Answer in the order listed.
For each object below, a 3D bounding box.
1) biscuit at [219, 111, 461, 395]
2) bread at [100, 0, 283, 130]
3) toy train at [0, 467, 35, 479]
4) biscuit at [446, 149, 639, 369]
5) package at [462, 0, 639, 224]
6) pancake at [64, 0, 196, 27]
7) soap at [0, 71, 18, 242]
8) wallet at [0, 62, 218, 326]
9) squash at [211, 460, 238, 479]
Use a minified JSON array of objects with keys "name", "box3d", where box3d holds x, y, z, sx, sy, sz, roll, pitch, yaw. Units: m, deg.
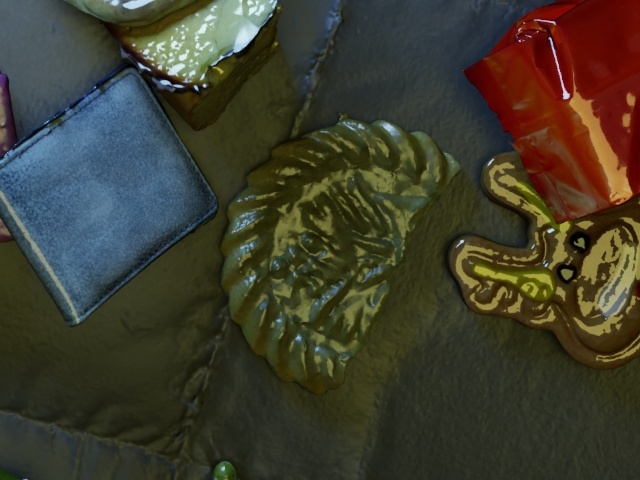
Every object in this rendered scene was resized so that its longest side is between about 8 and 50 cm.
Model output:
[{"name":"biscuit","box3d":[0.000,0.000,1.893,0.187,0.036,0.273,26,91,-12]},{"name":"bread","box3d":[-0.113,-0.194,1.788,0.140,0.160,0.169,-46,102,-3]},{"name":"toy train","box3d":[-0.331,0.309,1.822,0.137,0.090,0.225,25,93,19]},{"name":"biscuit","box3d":[0.272,0.028,1.947,0.295,0.044,0.186,20,94,-12]},{"name":"package","box3d":[0.357,-0.193,1.889,0.423,0.123,0.196,-30,95,-11]},{"name":"pancake","box3d":[-0.164,-0.304,1.795,0.212,0.029,0.235,-5,77,12]},{"name":"soap","box3d":[-0.393,-0.058,1.786,0.250,0.099,0.162,-10,105,-10]},{"name":"wallet","box3d":[-0.195,-0.044,1.791,0.222,0.036,0.167,-43,108,-41]},{"name":"squash","box3d":[-0.089,0.253,1.908,0.027,0.027,0.083,-6,98,-10]}]
